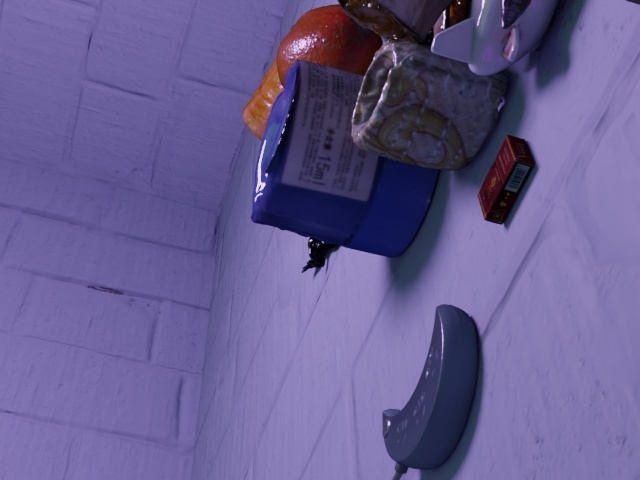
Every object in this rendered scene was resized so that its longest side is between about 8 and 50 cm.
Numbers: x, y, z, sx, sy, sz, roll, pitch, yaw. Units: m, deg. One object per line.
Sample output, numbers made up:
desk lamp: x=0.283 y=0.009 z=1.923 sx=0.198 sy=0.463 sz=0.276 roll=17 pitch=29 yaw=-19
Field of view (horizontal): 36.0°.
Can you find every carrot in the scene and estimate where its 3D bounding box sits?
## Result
carrot: x=-0.045 y=-0.348 z=2.280 sx=0.254 sy=0.196 sz=0.196 roll=-55 pitch=21 yaw=32

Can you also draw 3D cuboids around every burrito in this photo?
burrito: x=0.129 y=-0.348 z=1.188 sx=0.299 sy=0.105 sz=0.143 roll=-52 pitch=-20 yaw=-20

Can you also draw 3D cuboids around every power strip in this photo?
power strip: x=0.116 y=0.185 z=1.087 sx=0.137 sy=0.044 sz=0.216 roll=-95 pitch=22 yaw=-56

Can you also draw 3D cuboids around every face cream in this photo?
face cream: x=0.031 y=-0.118 z=1.415 sx=0.249 sy=0.225 sz=0.248 roll=-165 pitch=90 yaw=-79

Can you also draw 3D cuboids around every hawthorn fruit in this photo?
hawthorn fruit: x=0.033 y=-0.357 z=1.833 sx=0.251 sy=0.200 sz=0.199 roll=-34 pitch=42 yaw=53

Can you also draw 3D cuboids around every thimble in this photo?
thimble: x=0.129 y=-0.165 z=1.194 sx=0.190 sy=0.144 sz=0.137 roll=137 pitch=146 yaw=-69

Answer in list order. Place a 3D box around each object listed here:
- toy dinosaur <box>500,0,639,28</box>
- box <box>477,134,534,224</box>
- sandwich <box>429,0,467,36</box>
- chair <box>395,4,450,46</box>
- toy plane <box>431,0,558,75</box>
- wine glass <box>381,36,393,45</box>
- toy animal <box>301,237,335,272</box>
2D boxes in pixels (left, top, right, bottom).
toy dinosaur: x=0.221 y=-0.303 z=0.867 sx=0.077 sy=0.162 sz=0.294 roll=123 pitch=158 yaw=-57
box: x=0.196 y=-0.064 z=1.051 sx=0.051 sy=0.023 sz=0.082 roll=-91 pitch=19 yaw=-55
sandwich: x=0.159 y=-0.348 z=1.431 sx=0.235 sy=0.079 sz=0.159 roll=134 pitch=148 yaw=-67
chair: x=0.113 y=-0.347 z=1.315 sx=0.113 sy=0.106 sz=0.229 roll=11 pitch=97 yaw=53
toy plane: x=0.209 y=-0.297 z=1.049 sx=0.252 sy=0.118 sz=0.252 roll=-164 pitch=90 yaw=-77
wine glass: x=0.109 y=-0.311 z=1.585 sx=0.122 sy=0.122 sz=0.182 roll=174 pitch=103 yaw=-78
toy animal: x=0.000 y=0.000 z=1.872 sx=0.220 sy=0.062 sz=0.107 roll=127 pitch=136 yaw=-60
